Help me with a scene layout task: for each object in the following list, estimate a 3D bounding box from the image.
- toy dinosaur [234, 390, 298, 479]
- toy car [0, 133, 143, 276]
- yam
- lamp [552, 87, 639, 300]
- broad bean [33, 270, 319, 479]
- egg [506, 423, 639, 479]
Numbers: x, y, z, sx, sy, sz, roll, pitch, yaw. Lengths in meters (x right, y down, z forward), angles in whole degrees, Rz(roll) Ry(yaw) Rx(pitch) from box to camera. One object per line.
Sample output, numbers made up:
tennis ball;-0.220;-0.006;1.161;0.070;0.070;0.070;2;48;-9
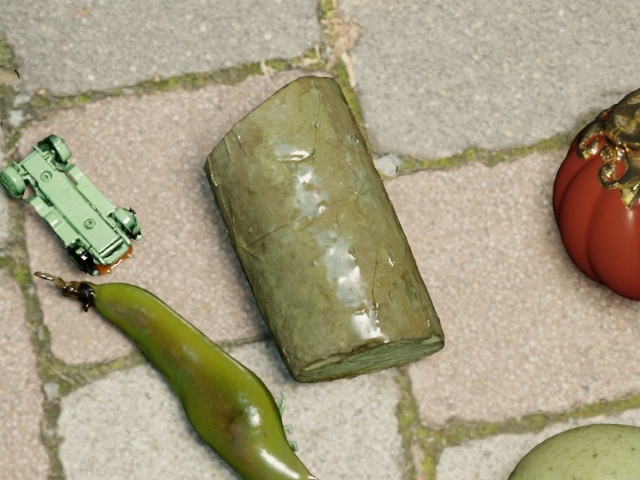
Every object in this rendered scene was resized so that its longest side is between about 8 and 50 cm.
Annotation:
toy dinosaur;-0.054;0.185;1.730;0.062;0.021;0.083;-13;76;7
toy car;-0.235;-0.032;1.763;0.073;0.054;0.143;-41;73;-15
yam;0.000;0.000;1.711;0.161;0.161;0.268;-23;77;-8
lamp;0.326;-0.036;1.717;0.227;0.227;0.227;1;75;-2
broad bean;-0.121;0.119;1.717;0.325;0.067;0.075;41;75;18
egg;0.265;0.246;1.649;0.228;0.177;0.177;-9;75;-18
